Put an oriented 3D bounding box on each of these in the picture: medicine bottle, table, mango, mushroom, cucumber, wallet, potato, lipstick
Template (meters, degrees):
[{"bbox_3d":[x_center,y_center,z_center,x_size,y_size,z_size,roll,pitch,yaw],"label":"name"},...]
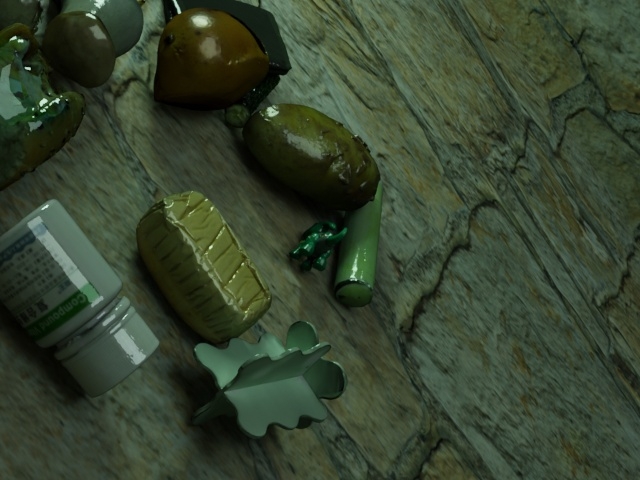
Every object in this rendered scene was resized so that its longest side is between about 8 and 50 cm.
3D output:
[{"bbox_3d":[-0.323,0.076,1.447,0.237,0.139,0.139,54,32,-11],"label":"medicine bottle"},{"bbox_3d":[-0.085,0.206,1.639,0.198,0.166,0.167,-2,66,-55],"label":"table"},{"bbox_3d":[-0.178,-0.311,1.917,0.236,0.136,0.166,4,85,-57],"label":"mango"},{"bbox_3d":[-0.352,-0.323,1.694,0.159,0.122,0.329,18,22,-10],"label":"mushroom"},{"bbox_3d":[-0.128,-0.266,2.072,0.058,0.058,0.187,50,33,-14],"label":"cucumber"},{"bbox_3d":[-0.173,-0.387,2.079,0.245,0.052,0.169,8,51,-36],"label":"wallet"},{"bbox_3d":[-0.012,-0.158,2.060,0.298,0.141,0.176,30,24,-37],"label":"potato"},{"bbox_3d":[0.074,-0.003,2.116,0.076,0.076,0.304,41,35,-27],"label":"lipstick"}]

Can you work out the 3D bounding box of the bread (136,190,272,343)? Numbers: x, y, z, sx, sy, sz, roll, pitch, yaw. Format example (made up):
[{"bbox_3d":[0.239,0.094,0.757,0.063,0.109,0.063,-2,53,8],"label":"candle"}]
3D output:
[{"bbox_3d":[-0.180,0.042,1.697,0.236,0.106,0.140,57,33,-3],"label":"bread"}]

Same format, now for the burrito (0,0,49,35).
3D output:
[{"bbox_3d":[-0.501,-0.452,1.663,0.348,0.107,0.175,49,53,-13],"label":"burrito"}]

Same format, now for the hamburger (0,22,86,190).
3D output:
[{"bbox_3d":[-0.415,-0.178,1.495,0.168,0.192,0.288,59,31,-19],"label":"hamburger"}]

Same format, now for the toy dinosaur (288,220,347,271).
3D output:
[{"bbox_3d":[0.000,0.000,1.979,0.059,0.132,0.096,45,58,-23],"label":"toy dinosaur"}]

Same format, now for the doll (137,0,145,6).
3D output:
[{"bbox_3d":[-0.407,-0.553,1.888,0.160,0.094,0.365,-26,86,-55],"label":"doll"}]
